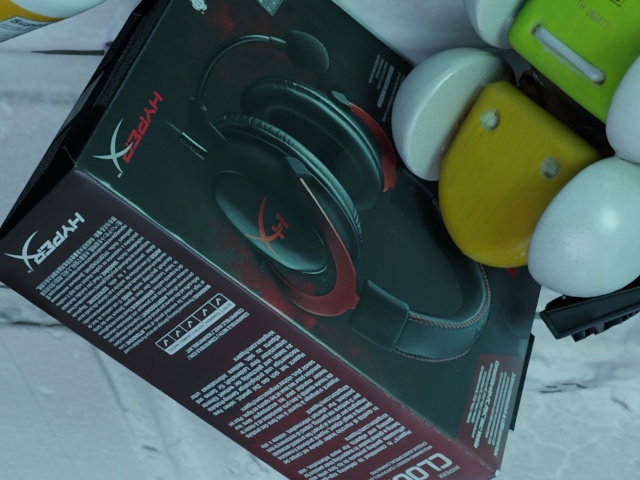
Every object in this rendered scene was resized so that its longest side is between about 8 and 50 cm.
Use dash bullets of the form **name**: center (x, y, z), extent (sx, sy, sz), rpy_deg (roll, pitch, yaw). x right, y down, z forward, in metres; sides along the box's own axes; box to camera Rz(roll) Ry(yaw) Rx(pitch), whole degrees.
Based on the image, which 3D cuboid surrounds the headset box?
- **headset box**: center (0.000, 0.000, 0.765), extent (0.293, 0.218, 0.110), rpy_deg (38, 135, -16)

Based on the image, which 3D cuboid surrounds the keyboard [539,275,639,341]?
- **keyboard**: center (0.178, 0.024, 0.766), extent (0.108, 0.180, 0.023), rpy_deg (-18, 89, 33)

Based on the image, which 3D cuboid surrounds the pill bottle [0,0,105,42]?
- **pill bottle**: center (-0.178, -0.170, 0.719), extent (0.245, 0.136, 0.136), rpy_deg (-13, 128, 31)

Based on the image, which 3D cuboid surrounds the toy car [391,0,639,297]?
- **toy car**: center (0.138, -0.067, 0.708), extent (0.136, 0.159, 0.182), rpy_deg (1, 125, -44)
